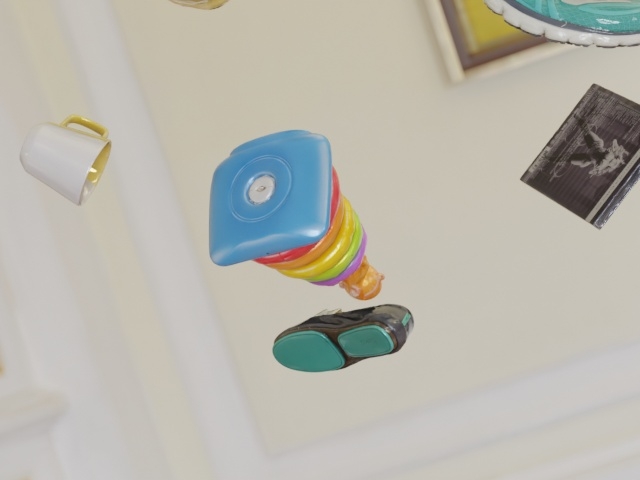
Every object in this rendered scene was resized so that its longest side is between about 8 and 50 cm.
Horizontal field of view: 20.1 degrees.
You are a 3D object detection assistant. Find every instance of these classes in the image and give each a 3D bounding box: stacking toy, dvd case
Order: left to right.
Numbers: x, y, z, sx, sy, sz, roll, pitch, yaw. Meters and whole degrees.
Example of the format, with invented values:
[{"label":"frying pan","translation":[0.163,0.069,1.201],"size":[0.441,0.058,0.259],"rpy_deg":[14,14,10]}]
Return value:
[{"label":"stacking toy","translation":[0.000,0.000,2.328],"size":[0.175,0.166,0.302],"rpy_deg":[-15,-33,26]},{"label":"dvd case","translation":[0.356,-0.111,2.316],"size":[0.164,0.018,0.221],"rpy_deg":[-52,25,2]}]

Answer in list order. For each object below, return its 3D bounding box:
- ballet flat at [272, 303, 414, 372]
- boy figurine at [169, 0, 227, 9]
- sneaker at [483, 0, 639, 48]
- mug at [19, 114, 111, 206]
[{"label":"ballet flat","translation":[0.031,0.108,2.083],"size":[0.203,0.074,0.074],"rpy_deg":[-14,6,46]},{"label":"boy figurine","translation":[-0.009,-0.257,1.367],"size":[0.285,0.177,0.092],"rpy_deg":[-37,7,-12]},{"label":"sneaker","translation":[0.177,-0.256,1.554],"size":[0.107,0.275,0.110],"rpy_deg":[-32,-29,-51]},{"label":"mug","translation":[-0.218,-0.071,1.532],"size":[0.064,0.062,0.078],"rpy_deg":[24,13,3]}]
